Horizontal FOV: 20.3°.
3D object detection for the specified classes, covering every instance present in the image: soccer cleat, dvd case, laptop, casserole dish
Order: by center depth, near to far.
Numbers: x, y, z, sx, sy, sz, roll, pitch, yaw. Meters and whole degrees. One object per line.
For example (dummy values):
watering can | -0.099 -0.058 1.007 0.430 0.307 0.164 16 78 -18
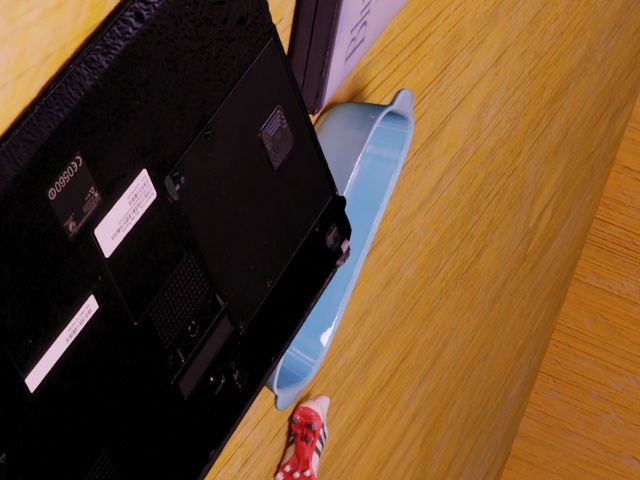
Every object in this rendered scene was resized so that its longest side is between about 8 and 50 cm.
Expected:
laptop | -0.098 0.043 0.699 0.234 0.136 0.264 -58 139 -40
dvd case | 0.053 -0.198 0.887 0.253 0.022 0.180 -54 162 -45
casserole dish | 0.000 0.000 0.976 0.188 0.037 0.114 -68 168 5
soccer cleat | -0.009 0.140 1.198 0.035 0.029 0.083 -44 149 -52
